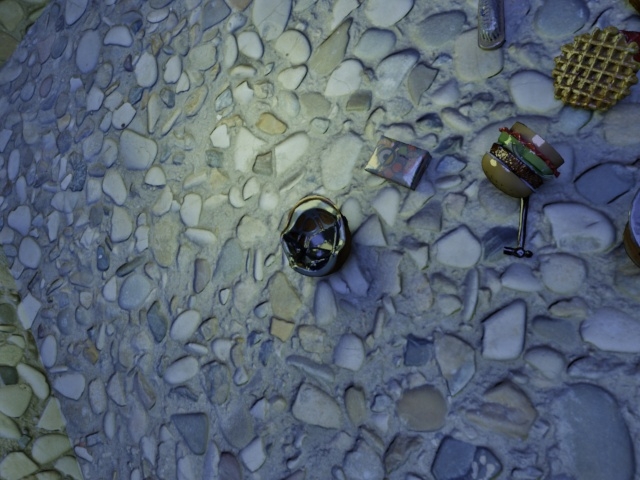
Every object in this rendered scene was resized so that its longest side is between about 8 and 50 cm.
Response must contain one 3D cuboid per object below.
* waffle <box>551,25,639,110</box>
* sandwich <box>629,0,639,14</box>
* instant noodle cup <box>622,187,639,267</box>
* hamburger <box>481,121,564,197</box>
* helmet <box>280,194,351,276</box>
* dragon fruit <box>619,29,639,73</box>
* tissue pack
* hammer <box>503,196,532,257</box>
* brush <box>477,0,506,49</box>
[{"bbox_3d":[0.606,-0.377,0.971,0.191,0.038,0.191,31,129,48],"label":"waffle"},{"bbox_3d":[0.838,-0.571,0.914,0.301,0.099,0.271,-33,69,16],"label":"sandwich"},{"bbox_3d":[0.695,-0.020,0.829,0.218,0.207,0.217,-5,78,24],"label":"instant noodle cup"},{"bbox_3d":[0.452,-0.173,1.000,0.175,0.175,0.137,48,109,24],"label":"hamburger"},{"bbox_3d":[0.000,0.000,1.205,0.198,0.130,0.224,-17,64,20],"label":"helmet"},{"bbox_3d":[0.659,-0.412,0.986,0.162,0.083,0.106,4,86,23],"label":"dragon fruit"},{"bbox_3d":[0.208,-0.210,1.178,0.148,0.060,0.108,28,95,28],"label":"tissue pack"},{"bbox_3d":[0.478,-0.047,1.042,0.065,0.021,0.178,5,83,27],"label":"hammer"},{"bbox_3d":[0.442,-0.662,1.142,0.070,0.065,0.327,-2,79,28],"label":"brush"}]
